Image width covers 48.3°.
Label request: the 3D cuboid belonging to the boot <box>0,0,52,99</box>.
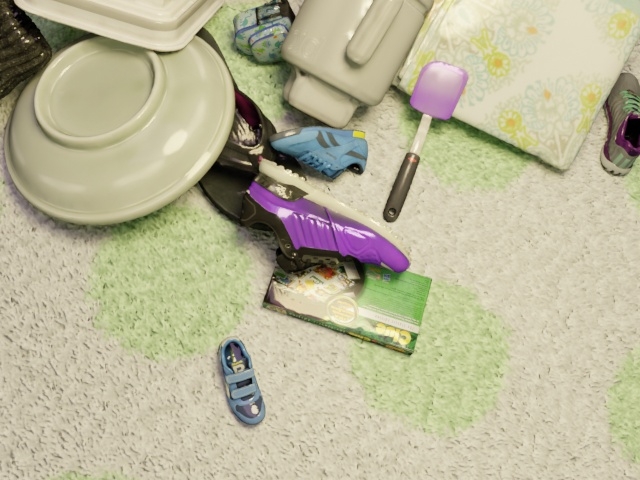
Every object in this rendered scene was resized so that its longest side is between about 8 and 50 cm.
[{"bbox_3d":[-0.627,-0.345,1.166,0.260,0.131,0.348,-43,89,7],"label":"boot"}]

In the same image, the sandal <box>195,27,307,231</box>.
[{"bbox_3d":[-0.173,-0.205,1.227,0.167,0.107,0.446,-30,76,-16],"label":"sandal"}]

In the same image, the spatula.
[{"bbox_3d":[0.171,-0.172,1.257,0.084,0.030,0.297,22,86,0],"label":"spatula"}]

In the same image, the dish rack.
[{"bbox_3d":[-0.329,-0.445,1.234,0.285,0.072,0.333,16,35,0],"label":"dish rack"}]

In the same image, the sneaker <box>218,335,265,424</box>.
[{"bbox_3d":[-0.124,0.214,1.099,0.053,0.059,0.144,-18,73,-16],"label":"sneaker"}]

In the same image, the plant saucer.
[{"bbox_3d":[-0.343,-0.221,1.160,0.400,0.100,0.401,-4,64,8],"label":"plant saucer"}]

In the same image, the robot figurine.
[{"bbox_3d":[0.065,-0.372,1.224,0.199,0.300,0.354,24,101,-20],"label":"robot figurine"}]

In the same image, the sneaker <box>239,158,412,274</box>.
[{"bbox_3d":[0.000,0.000,1.155,0.293,0.102,0.146,30,89,-6],"label":"sneaker"}]

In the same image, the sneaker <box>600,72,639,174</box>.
[{"bbox_3d":[0.591,-0.236,1.346,0.083,0.098,0.224,13,68,-2],"label":"sneaker"}]

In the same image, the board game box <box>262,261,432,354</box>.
[{"bbox_3d":[0.046,0.087,1.188,0.259,0.030,0.136,19,66,0],"label":"board game box"}]

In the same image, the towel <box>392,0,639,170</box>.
[{"bbox_3d":[0.353,-0.347,1.284,0.374,0.090,0.321,25,103,-2],"label":"towel"}]

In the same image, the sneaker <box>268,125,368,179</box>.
[{"bbox_3d":[0.004,-0.147,1.213,0.209,0.069,0.082,-2,88,-43],"label":"sneaker"}]

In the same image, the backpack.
[{"bbox_3d":[-0.099,-0.377,1.303,0.114,0.105,0.084,-10,72,13],"label":"backpack"}]
